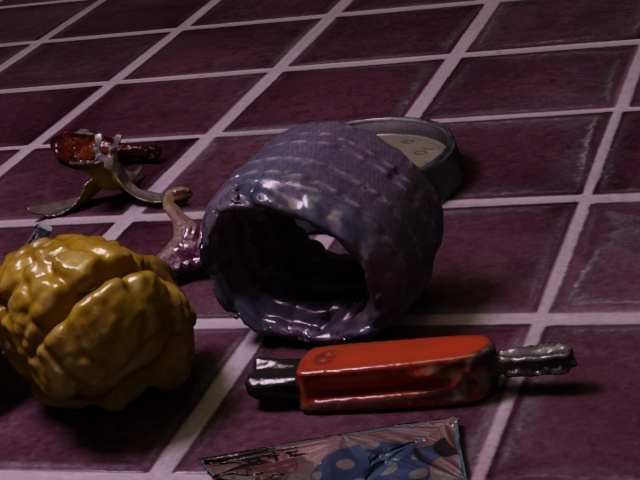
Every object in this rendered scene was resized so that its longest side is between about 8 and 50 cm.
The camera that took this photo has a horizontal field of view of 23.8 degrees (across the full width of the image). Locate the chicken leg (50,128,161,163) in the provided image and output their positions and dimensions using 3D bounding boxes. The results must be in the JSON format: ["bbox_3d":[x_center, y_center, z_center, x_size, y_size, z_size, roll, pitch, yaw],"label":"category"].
[{"bbox_3d":[-0.326,-0.137,2.258,0.093,0.053,0.205,-11,22,-39],"label":"chicken leg"}]

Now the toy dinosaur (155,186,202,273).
[{"bbox_3d":[-0.158,0.015,1.796,0.251,0.072,0.200,-3,32,-6],"label":"toy dinosaur"}]

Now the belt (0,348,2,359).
[{"bbox_3d":[-0.445,0.061,1.609,0.261,0.105,0.184,40,51,16],"label":"belt"}]

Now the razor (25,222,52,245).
[{"bbox_3d":[-0.401,0.047,1.869,0.191,0.037,0.068,-41,-5,-45],"label":"razor"}]

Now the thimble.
[{"bbox_3d":[0.000,0.000,1.602,0.236,0.205,0.172,27,40,11],"label":"thimble"}]

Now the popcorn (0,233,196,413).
[{"bbox_3d":[-0.222,0.071,1.526,0.203,0.226,0.200,-21,68,-32],"label":"popcorn"}]

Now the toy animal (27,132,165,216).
[{"bbox_3d":[-0.279,-0.099,2.085,0.219,0.095,0.155,-1,29,19],"label":"toy animal"}]

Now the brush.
[{"bbox_3d":[0.083,0.128,1.448,0.323,0.051,0.070,-6,16,19],"label":"brush"}]

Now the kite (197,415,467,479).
[{"bbox_3d":[0.012,0.225,1.296,0.335,0.011,0.314,11,32,44],"label":"kite"}]

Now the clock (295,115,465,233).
[{"bbox_3d":[0.045,-0.089,1.961,0.280,0.055,0.280,-10,22,4],"label":"clock"}]
